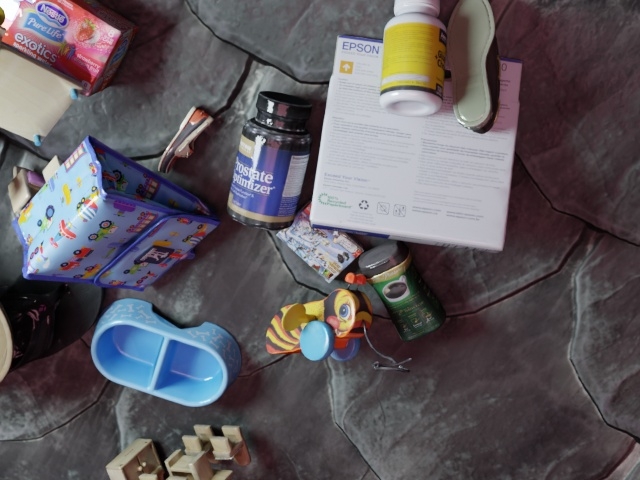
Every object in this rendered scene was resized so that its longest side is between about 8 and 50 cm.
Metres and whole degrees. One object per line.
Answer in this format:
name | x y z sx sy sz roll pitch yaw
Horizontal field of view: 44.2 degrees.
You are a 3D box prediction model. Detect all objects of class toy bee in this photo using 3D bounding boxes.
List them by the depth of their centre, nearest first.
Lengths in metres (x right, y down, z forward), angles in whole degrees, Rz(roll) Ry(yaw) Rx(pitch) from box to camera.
toy bee | 0.036 0.140 1.422 0.298 0.195 0.162 3 84 20

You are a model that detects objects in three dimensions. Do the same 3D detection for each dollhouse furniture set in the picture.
dollhouse furniture set | -0.504 -0.232 1.295 0.286 0.198 0.303 23 122 -42
dollhouse furniture set | -0.277 0.487 1.540 0.242 0.212 0.161 -7 109 33

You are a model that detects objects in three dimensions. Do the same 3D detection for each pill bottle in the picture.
pill bottle | 0.151 -0.300 1.271 0.103 0.103 0.184 5 81 2
pill bottle | -0.083 -0.138 1.355 0.122 0.123 0.219 13 109 -1

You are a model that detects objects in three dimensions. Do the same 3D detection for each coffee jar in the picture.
coffee jar | 0.148 0.088 1.442 0.096 0.079 0.184 -26 106 19

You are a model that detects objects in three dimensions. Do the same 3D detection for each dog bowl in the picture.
dog bowl | -0.302 0.223 1.517 0.297 0.074 0.166 19 109 -3

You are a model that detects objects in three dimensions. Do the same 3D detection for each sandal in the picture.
sandal | -0.589 0.184 1.501 0.445 0.107 0.167 -35 104 13

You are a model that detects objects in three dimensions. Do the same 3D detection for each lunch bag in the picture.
lunch bag | -0.337 -0.017 1.370 0.221 0.138 0.293 -41 143 21

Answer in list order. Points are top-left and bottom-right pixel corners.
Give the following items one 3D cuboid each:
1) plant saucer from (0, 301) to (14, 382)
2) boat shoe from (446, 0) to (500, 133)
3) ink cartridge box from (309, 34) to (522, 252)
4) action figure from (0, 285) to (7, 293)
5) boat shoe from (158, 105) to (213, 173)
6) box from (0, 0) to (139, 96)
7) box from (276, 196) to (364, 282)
plant saucer | -0.647 0.144 1.351 0.277 0.041 0.278 5 115 11
boat shoe | 0.253 -0.288 1.292 0.081 0.068 0.228 -3 79 27
ink cartridge box | 0.163 -0.162 1.336 0.324 0.071 0.330 9 80 0
action figure | -0.667 0.037 1.401 0.164 0.141 0.276 -21 82 12
boat shoe | -0.240 -0.172 1.393 0.043 0.049 0.137 33 103 -10
box | -0.448 -0.362 1.297 0.256 0.123 0.128 30 109 -8
box | 0.000 0.000 1.447 0.137 0.027 0.094 43 107 -11
